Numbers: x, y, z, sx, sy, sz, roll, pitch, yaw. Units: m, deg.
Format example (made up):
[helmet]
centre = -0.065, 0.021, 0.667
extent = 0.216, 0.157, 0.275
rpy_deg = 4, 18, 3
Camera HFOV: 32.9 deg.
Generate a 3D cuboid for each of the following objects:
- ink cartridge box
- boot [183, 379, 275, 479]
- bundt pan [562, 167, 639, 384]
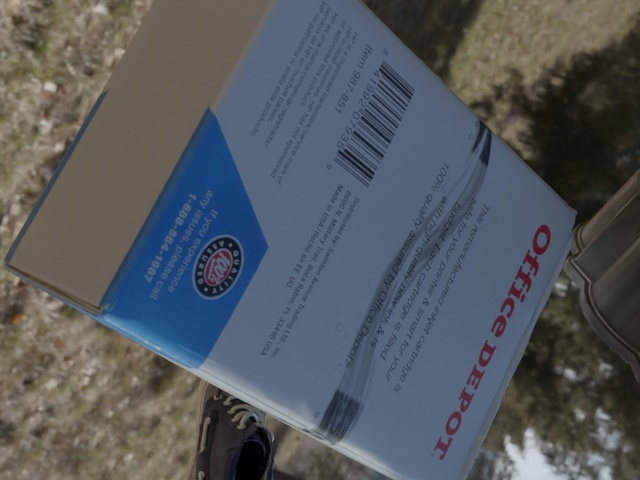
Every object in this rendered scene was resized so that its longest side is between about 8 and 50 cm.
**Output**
[ink cartridge box]
centre = 0.000, 0.000, 0.685
extent = 0.307, 0.129, 0.223
rpy_deg = 36, 76, -39
[boot]
centre = -0.064, 0.162, 0.911
extent = 0.086, 0.069, 0.190
rpy_deg = -38, -148, 42
[bundt pan]
centre = 0.356, 0.040, 0.800
extent = 0.124, 0.331, 0.331
rpy_deg = -62, 177, 30
